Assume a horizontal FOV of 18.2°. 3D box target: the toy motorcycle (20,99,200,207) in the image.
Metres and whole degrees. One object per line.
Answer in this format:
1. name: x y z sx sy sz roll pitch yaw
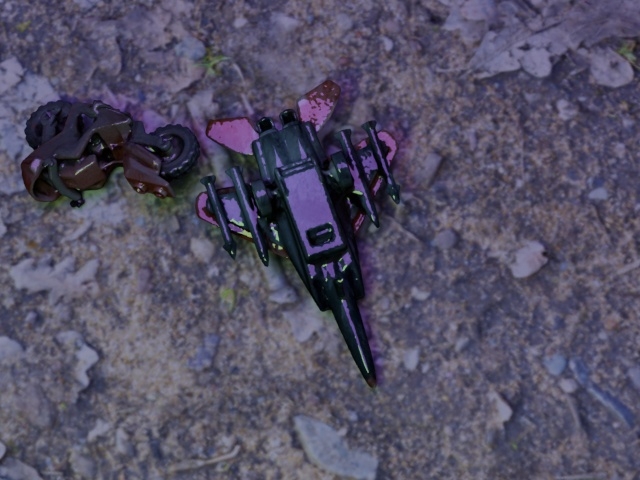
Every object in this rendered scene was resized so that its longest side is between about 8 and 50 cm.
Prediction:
1. toy motorcycle: -0.232 -0.083 2.109 0.212 0.084 0.118 12 62 26

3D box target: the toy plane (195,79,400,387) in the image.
1. toy plane: -0.001 -0.003 2.045 0.222 0.104 0.326 -19 66 -3
